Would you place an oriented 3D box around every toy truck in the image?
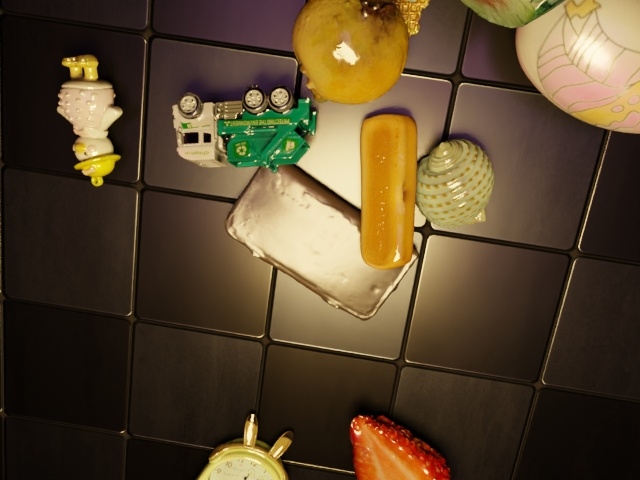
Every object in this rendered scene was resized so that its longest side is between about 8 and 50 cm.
[{"bbox_3d":[-0.115,-0.163,0.845,0.215,0.110,0.116,-2,86,7],"label":"toy truck"}]

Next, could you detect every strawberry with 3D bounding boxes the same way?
[{"bbox_3d":[0.132,0.409,1.001,0.228,0.098,0.174,42,120,5],"label":"strawberry"}]

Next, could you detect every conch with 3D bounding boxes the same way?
[{"bbox_3d":[0.207,-0.082,0.864,0.135,0.102,0.153,-13,104,23],"label":"conch"}]

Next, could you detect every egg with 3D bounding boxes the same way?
[{"bbox_3d":[0.397,-0.257,0.752,0.196,0.196,0.271,-39,95,13],"label":"egg"}]

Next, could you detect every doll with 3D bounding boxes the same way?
[{"bbox_3d":[-0.373,-0.191,0.887,0.129,0.081,0.207,6,108,22],"label":"doll"}]

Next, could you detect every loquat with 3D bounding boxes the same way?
[{"bbox_3d":[0.039,-0.277,0.802,0.172,0.150,0.204,17,141,-22],"label":"loquat"}]

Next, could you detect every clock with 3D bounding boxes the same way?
[{"bbox_3d":[-0.139,0.448,1.041,0.170,0.069,0.232,27,104,-2],"label":"clock"}]

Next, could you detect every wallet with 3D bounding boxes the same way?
[{"bbox_3d":[0.000,0.000,0.927,0.309,0.042,0.165,33,103,-6],"label":"wallet"}]

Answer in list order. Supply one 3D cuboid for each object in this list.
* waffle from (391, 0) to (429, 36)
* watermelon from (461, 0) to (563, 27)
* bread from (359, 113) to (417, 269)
[{"bbox_3d":[0.130,-0.359,0.837,0.078,0.016,0.085,34,102,-5],"label":"waffle"},{"bbox_3d":[0.216,-0.408,0.631,0.258,0.387,0.228,36,116,-18],"label":"watermelon"},{"bbox_3d":[0.108,-0.075,0.863,0.092,0.074,0.239,2,93,28],"label":"bread"}]
